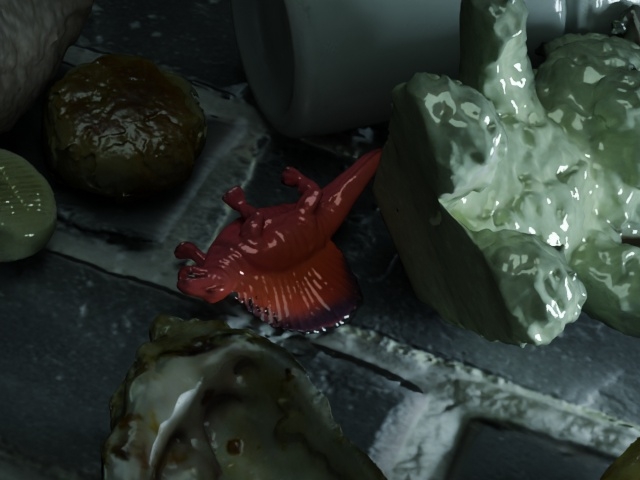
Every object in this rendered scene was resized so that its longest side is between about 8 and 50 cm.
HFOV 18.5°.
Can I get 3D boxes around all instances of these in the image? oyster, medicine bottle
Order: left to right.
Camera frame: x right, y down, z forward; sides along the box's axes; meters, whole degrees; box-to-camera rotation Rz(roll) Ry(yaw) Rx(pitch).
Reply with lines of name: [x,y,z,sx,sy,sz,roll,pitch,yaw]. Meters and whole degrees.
oyster: [-0.074,0.198,1.398,0.221,0.096,0.361,-21,49,-25]
medicine bottle: [0.118,-0.227,1.813,0.371,0.211,0.211,-13,45,-18]

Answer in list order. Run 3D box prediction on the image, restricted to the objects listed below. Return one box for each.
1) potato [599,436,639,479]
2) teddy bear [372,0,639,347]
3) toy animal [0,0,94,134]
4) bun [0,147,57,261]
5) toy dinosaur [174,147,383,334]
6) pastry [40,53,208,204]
potato: [0.251,0.208,1.457,0.107,0.080,0.170,23,39,12]
teddy bear: [0.230,-0.077,1.611,0.362,0.375,0.327,-25,88,-11]
toy animal: [-0.353,-0.168,1.678,0.226,0.188,0.358,14,24,17]
bun: [-0.276,-0.024,1.632,0.115,0.069,0.115,22,39,-18]
toy dinosaur: [0.002,0.006,1.665,0.286,0.070,0.139,-24,61,-36]
pastry: [-0.173,-0.098,1.726,0.153,0.081,0.153,8,40,-7]
